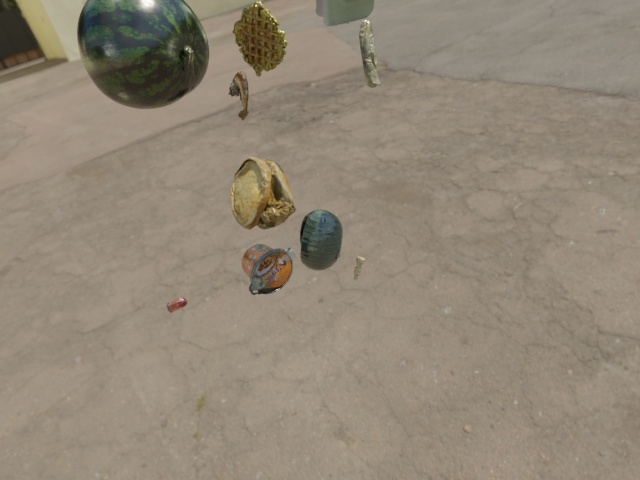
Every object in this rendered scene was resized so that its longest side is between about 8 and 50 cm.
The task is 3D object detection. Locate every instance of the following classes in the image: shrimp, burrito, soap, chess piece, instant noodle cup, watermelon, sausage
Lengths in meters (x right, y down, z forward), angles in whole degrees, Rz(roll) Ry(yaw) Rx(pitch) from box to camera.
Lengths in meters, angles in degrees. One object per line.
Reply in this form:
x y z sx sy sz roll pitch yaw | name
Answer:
-0.389 -0.687 2.317 0.054 0.222 0.290 -9 10 -22 | shrimp
0.171 -0.653 1.693 0.058 0.229 0.063 -10 7 19 | burrito
0.076 -0.797 1.406 0.173 0.289 0.095 -19 56 -12 | soap
0.144 0.110 1.845 0.035 0.092 0.035 13 18 -4 | chess piece
-0.203 0.090 1.730 0.208 0.177 0.126 -33 41 -24 | instant noodle cup
-0.370 -0.412 1.019 0.269 0.268 0.269 -12 31 8 | watermelon
-0.554 0.249 1.879 0.145 0.050 0.048 -25 49 49 | sausage

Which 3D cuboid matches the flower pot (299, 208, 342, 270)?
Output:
0.000 0.000 1.817 0.157 0.242 0.189 4 33 -8 | flower pot

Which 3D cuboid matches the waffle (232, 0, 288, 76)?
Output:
-0.239 -0.788 1.887 0.245 0.254 0.052 -30 6 47 | waffle

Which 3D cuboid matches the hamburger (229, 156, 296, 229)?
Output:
-0.199 -0.155 1.625 0.146 0.242 0.286 -4 21 -38 | hamburger
